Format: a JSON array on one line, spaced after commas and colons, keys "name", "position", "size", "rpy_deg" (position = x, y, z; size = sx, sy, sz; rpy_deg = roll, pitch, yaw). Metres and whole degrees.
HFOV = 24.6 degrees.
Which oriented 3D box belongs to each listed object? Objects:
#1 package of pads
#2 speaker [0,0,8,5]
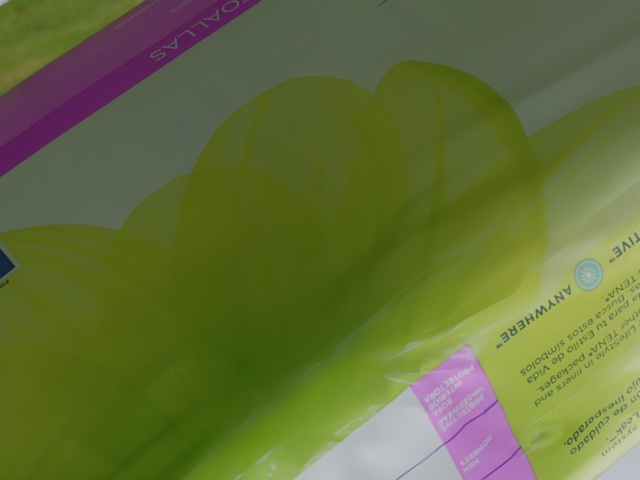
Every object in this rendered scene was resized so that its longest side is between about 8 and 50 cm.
[{"name": "package of pads", "position": [0.000, 0.000, 0.455], "size": [0.296, 0.101, 0.229], "rpy_deg": [-37, -138, -13]}, {"name": "speaker", "position": [-0.045, -0.101, 0.321], "size": [0.136, 0.055, 0.055], "rpy_deg": [-43, -172, -30]}]
